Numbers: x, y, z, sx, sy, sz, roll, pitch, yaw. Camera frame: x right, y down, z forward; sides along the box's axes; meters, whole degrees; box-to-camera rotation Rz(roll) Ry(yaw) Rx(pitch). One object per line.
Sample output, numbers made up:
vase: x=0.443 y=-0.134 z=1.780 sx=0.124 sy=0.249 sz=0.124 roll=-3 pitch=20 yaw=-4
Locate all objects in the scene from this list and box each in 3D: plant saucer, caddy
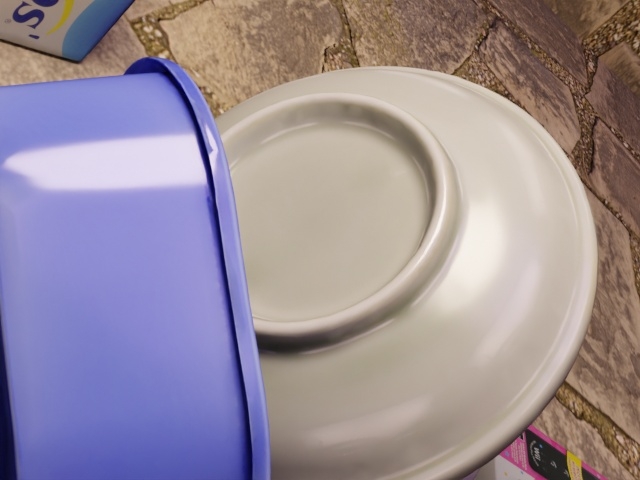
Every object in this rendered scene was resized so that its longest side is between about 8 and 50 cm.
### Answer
plant saucer: x=0.000 y=0.000 z=0.789 sx=0.100 sy=0.400 sz=0.401 roll=64 pitch=10 yaw=-53
caddy: x=-0.125 y=0.057 z=0.646 sx=0.179 sy=0.241 sz=0.342 roll=-4 pitch=80 yaw=-27

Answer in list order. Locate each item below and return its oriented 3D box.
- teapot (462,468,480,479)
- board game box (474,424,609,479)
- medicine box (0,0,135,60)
teapot: x=0.033 y=0.111 z=0.919 sx=0.256 sy=0.187 sz=0.253 roll=48 pitch=48 yaw=-49
board game box: x=0.244 y=0.325 z=1.036 sx=0.303 sy=0.097 sz=0.224 roll=37 pitch=33 yaw=-23
medicine box: x=-0.268 y=-0.321 z=0.905 sx=0.289 sy=0.263 sz=0.149 roll=11 pitch=49 yaw=-46
